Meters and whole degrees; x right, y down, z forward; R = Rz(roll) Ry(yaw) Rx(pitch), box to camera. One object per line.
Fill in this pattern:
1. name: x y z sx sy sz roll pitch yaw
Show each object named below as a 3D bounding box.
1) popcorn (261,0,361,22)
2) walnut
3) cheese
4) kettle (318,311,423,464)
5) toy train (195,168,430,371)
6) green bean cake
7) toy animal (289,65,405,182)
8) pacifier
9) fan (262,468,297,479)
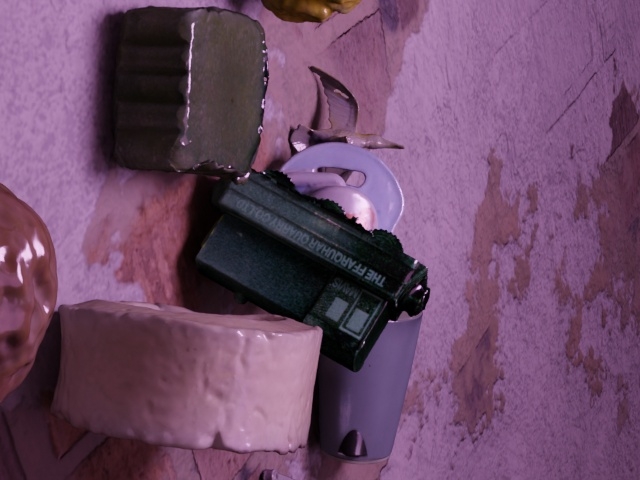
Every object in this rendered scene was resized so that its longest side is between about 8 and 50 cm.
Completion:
1. popcorn: -0.021 -0.411 1.927 0.225 0.249 0.249 -24 117 -37
2. walnut: -0.380 0.049 1.373 0.227 0.273 0.273 -137 -129 -85
3. cheese: -0.151 0.155 1.743 0.332 0.292 0.153 14 83 -72
4. kettle: 0.066 0.210 2.289 0.210 0.160 0.243 -81 177 -76
5. toy train: -0.020 0.034 1.932 0.178 0.330 0.138 -59 168 -13
6. green bean cake: -0.156 -0.181 1.826 0.227 0.125 0.222 -3 95 -62
7. toy animal: 0.040 -0.137 2.161 0.095 0.155 0.219 -35 133 -65
8. pacifier: 0.000 0.000 2.118 0.207 0.227 0.278 124 -28 -84
9. fan: -0.017 0.385 2.270 0.282 0.023 0.057 40 63 -57
